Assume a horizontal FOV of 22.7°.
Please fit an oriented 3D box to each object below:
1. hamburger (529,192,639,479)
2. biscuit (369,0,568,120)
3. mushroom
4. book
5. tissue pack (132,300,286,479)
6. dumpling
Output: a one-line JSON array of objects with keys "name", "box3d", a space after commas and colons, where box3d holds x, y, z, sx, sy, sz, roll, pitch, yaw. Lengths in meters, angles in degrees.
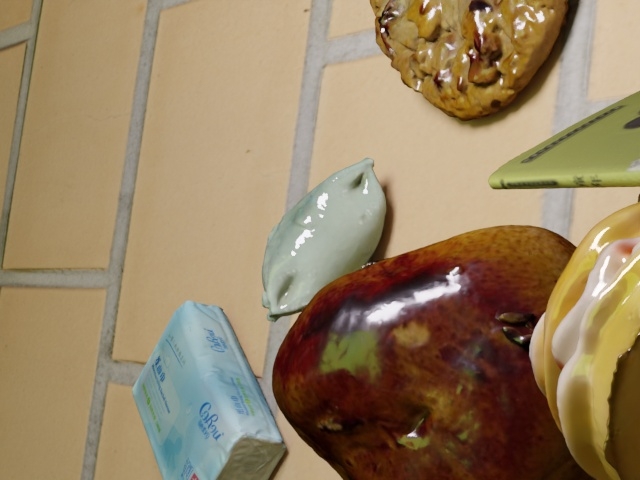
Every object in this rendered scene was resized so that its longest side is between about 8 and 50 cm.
[{"name": "hamburger", "box3d": [0.286, 0.077, 1.182, 0.237, 0.276, 0.276, -123, 51, -65]}, {"name": "biscuit", "box3d": [0.150, -0.288, 1.688, 0.334, 0.081, 0.289, 48, 122, 51]}, {"name": "mushroom", "box3d": [0.136, 0.133, 1.450, 0.345, 0.259, 0.346, 2, 95, 21]}, {"name": "book", "box3d": [0.318, -0.090, 1.218, 0.352, 0.239, 0.035, 3, 115, 59]}, {"name": "tissue pack", "box3d": [-0.148, 0.223, 1.997, 0.177, 0.089, 0.263, -60, 37, 25]}, {"name": "dumpling", "box3d": [-0.006, -0.004, 1.812, 0.217, 0.105, 0.149, -56, 31, 1]}]
